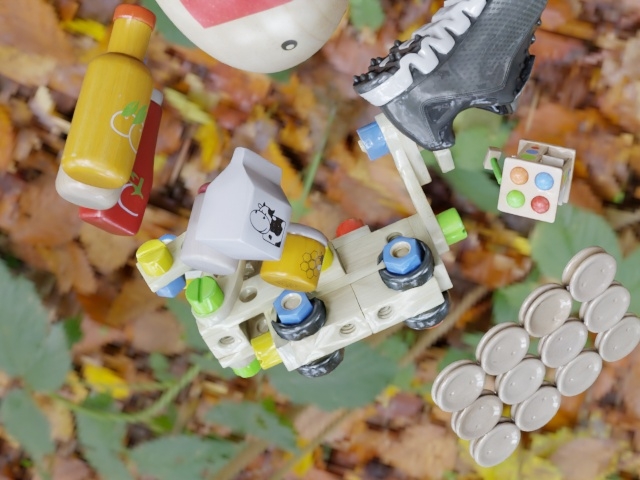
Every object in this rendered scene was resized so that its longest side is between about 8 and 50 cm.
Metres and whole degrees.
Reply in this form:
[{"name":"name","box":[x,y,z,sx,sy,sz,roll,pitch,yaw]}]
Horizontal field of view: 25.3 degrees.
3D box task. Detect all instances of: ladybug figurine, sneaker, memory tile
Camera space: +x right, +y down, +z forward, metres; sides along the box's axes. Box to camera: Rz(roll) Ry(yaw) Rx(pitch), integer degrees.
[{"name":"ladybug figurine","box":[-0.092,-0.418,1.711,0.162,0.305,0.449,2,124,53]},{"name":"sneaker","box":[0.139,-0.159,1.153,0.106,0.234,0.078,52,166,-15]},{"name":"memory tile","box":[0.143,0.077,0.928,0.012,0.148,0.113,47,175,44]}]

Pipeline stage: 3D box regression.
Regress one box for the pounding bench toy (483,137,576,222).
[{"name":"pounding bench toy","box":[0.180,-0.057,1.286,0.083,0.065,0.052,14,116,19]}]

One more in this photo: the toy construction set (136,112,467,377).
[{"name":"toy construction set","box":[0.000,0.000,1.263,0.328,0.215,0.151,-35,134,12]}]

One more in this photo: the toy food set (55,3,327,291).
[{"name":"toy food set","box":[-0.082,-0.052,0.901,0.111,0.104,0.232,1,162,40]}]
